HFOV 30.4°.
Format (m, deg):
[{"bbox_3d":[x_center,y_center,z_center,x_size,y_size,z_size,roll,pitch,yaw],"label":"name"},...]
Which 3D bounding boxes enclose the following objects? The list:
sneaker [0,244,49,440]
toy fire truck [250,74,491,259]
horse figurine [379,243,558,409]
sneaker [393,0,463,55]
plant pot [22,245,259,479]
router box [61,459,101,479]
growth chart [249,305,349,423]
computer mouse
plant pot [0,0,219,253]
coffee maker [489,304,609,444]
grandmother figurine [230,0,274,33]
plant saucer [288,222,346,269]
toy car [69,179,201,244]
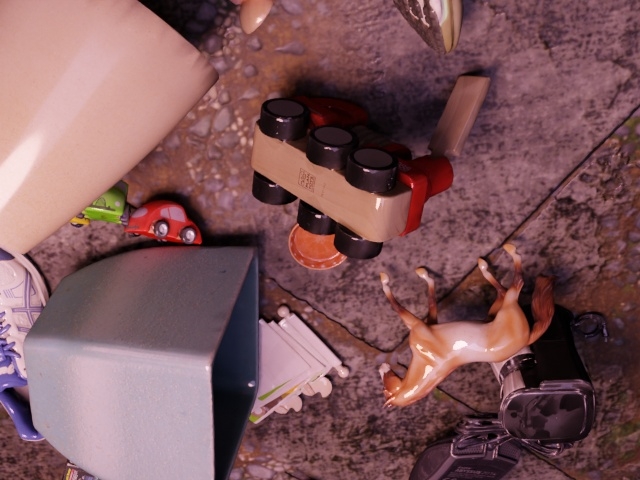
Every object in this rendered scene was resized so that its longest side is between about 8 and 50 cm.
[{"bbox_3d":[-0.399,0.127,1.524,0.112,0.131,0.296,-19,119,10],"label":"sneaker"},{"bbox_3d":[0.070,-0.116,1.393,0.246,0.217,0.158,-22,132,-40],"label":"toy fire truck"},{"bbox_3d":[0.191,0.106,1.529,0.263,0.174,0.066,-12,161,2],"label":"horse figurine"},{"bbox_3d":[0.154,-0.389,1.244,0.182,0.158,0.410,-16,128,-14],"label":"sneaker"},{"bbox_3d":[-0.224,0.156,1.473,0.252,0.248,0.247,7,124,8],"label":"plant pot"},{"bbox_3d":[-0.336,0.368,1.728,0.092,0.038,0.122,14,119,-12],"label":"router box"},{"bbox_3d":[-0.094,0.187,1.641,0.237,0.021,0.172,-27,120,13],"label":"growth chart"},{"bbox_3d":[0.216,0.308,1.681,0.188,0.072,0.272,12,138,-25],"label":"computer mouse"},{"bbox_3d":[-0.287,-0.132,1.239,0.256,0.256,0.274,34,86,-21],"label":"plant pot"},{"bbox_3d":[0.308,0.169,1.560,0.171,0.178,0.120,-24,120,12],"label":"coffee maker"},{"bbox_3d":[-0.167,-0.378,1.249,0.342,0.104,0.208,33,106,-24],"label":"grandmother figurine"},{"bbox_3d":[0.000,0.000,1.536,0.083,0.013,0.083,-2,121,-3],"label":"plant saucer"},{"bbox_3d":[-0.252,-0.043,1.404,0.239,0.225,0.053,9,83,-8],"label":"toy car"}]
